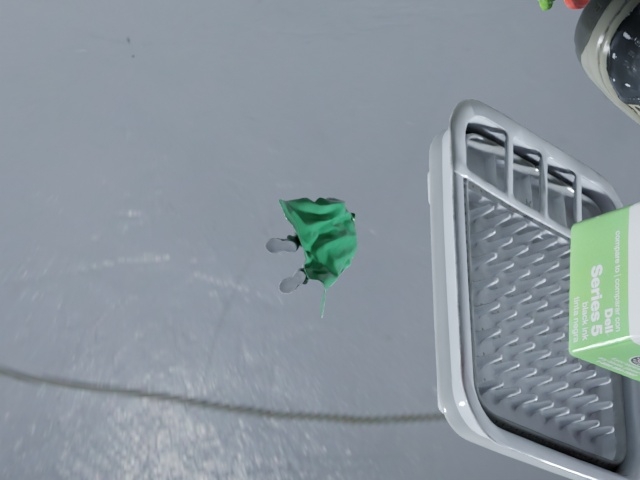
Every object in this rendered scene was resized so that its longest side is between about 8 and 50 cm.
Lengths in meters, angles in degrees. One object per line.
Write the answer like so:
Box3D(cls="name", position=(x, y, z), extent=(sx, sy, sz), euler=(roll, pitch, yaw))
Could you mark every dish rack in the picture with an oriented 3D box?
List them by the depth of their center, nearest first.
Box3D(cls="dish rack", position=(0.192, 0.060, 1.402), extent=(0.285, 0.072, 0.333), euler=(25, 54, -41))

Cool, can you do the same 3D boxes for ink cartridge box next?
Box3D(cls="ink cartridge box", position=(0.346, 0.033, 1.092), extent=(0.198, 0.273, 0.115), euler=(22, 63, -33))

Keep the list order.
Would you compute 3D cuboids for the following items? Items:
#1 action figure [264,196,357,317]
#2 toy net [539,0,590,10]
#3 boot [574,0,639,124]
Box3D(cls="action figure", position=(0.000, 0.000, 1.747), extent=(0.063, 0.232, 0.137), euler=(-13, 98, 20))
Box3D(cls="toy net", position=(0.229, -0.244, 1.148), extent=(0.232, 0.045, 0.122), euler=(-19, 106, -48))
Box3D(cls="boot", position=(0.215, -0.006, 0.584), extent=(0.236, 0.178, 0.085), euler=(28, 110, -36))
